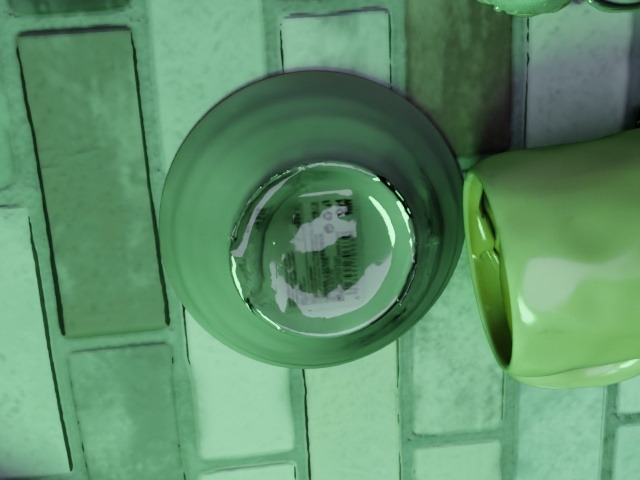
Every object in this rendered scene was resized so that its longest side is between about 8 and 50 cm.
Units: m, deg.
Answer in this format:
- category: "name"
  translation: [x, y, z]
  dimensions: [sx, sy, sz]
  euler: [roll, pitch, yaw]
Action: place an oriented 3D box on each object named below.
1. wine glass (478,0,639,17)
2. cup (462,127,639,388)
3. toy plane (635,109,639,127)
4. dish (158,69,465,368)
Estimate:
- category: "wine glass"
  translation: [0.170, -0.207, 0.533]
  dimensions: [0.122, 0.183, 0.122]
  euler: [-2, 107, -5]
- category: "cup"
  translation: [0.230, 0.042, 0.611]
  dimensions: [0.202, 0.173, 0.255]
  euler: [-10, 114, 1]
- category: "toy plane"
  translation: [0.309, -0.099, 0.654]
  dimensions: [0.121, 0.049, 0.031]
  euler: [-3, 108, -6]
- category: "dish"
  translation: [0.000, 0.000, 0.629]
  dimensions: [0.260, 0.085, 0.260]
  euler: [-2, 107, -6]
